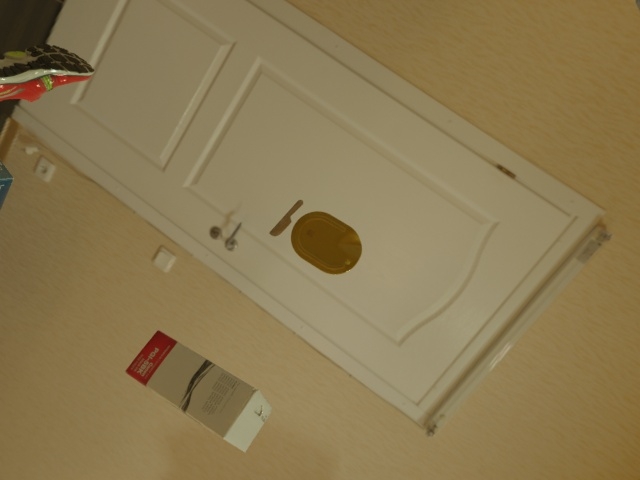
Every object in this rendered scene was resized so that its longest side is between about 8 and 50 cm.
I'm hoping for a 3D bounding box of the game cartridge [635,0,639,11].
[{"bbox_3d":[0.490,-0.245,0.405,0.060,0.196,0.294,-44,-164,2],"label":"game cartridge"}]

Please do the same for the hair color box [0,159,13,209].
[{"bbox_3d":[-0.634,-0.048,0.647,0.347,0.174,0.105,-40,176,31],"label":"hair color box"}]

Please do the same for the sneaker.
[{"bbox_3d":[-0.721,-0.413,1.024,0.279,0.107,0.118,-37,172,-48],"label":"sneaker"}]

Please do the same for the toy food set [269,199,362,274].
[{"bbox_3d":[0.000,0.000,0.996,0.128,0.218,0.071,-56,169,-6],"label":"toy food set"}]

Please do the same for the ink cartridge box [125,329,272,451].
[{"bbox_3d":[-0.131,0.169,0.451,0.056,0.135,0.099,-56,157,-28],"label":"ink cartridge box"}]
